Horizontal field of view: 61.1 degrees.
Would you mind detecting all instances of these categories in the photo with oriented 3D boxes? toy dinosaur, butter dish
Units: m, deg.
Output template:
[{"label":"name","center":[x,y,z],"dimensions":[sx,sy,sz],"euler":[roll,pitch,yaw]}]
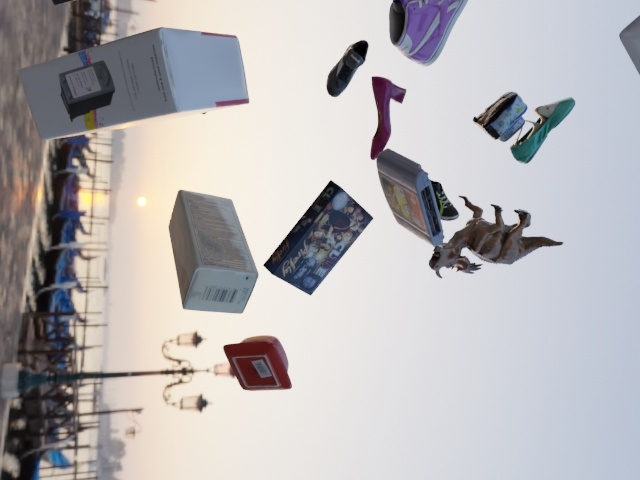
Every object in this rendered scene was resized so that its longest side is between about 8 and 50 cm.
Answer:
[{"label":"toy dinosaur","center":[0.408,0.012,1.302],"dimensions":[0.127,0.295,0.201],"euler":[-82,-176,-80]},{"label":"butter dish","center":[-0.148,0.304,1.420],"dimensions":[0.118,0.159,0.160],"euler":[-57,132,-55]}]

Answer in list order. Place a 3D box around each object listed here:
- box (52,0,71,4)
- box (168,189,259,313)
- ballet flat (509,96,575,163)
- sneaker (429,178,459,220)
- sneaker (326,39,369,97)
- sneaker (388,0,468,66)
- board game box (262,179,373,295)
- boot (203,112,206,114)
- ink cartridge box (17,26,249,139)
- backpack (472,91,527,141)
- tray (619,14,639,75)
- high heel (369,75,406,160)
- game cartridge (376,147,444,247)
[{"label":"box","center":[-0.373,-0.551,0.981],"dimensions":[0.165,0.270,0.143],"euler":[-90,168,-47]},{"label":"box","center":[-0.259,0.019,1.268],"dimensions":[0.121,0.147,0.311],"euler":[-65,-149,28]},{"label":"ballet flat","center":[0.652,-0.345,1.609],"dimensions":[0.247,0.087,0.083],"euler":[-52,-169,4]},{"label":"sneaker","center":[0.435,-0.170,2.056],"dimensions":[0.234,0.084,0.097],"euler":[45,-35,24]},{"label":"sneaker","center":[0.096,-0.599,1.860],"dimensions":[0.234,0.078,0.106],"euler":[-60,-164,-13]},{"label":"sneaker","center":[0.249,-0.560,1.237],"dimensions":[0.102,0.161,0.282],"euler":[29,-79,49]},{"label":"board game box","center":[0.000,0.000,1.247],"dimensions":[0.243,0.165,0.042],"euler":[-52,-129,3]},{"label":"boot","center":[-0.351,-0.331,1.261],"dimensions":[0.190,0.208,0.076],"euler":[88,21,-54]},{"label":"ink cartridge box","center":[-0.313,-0.269,0.944],"dimensions":[0.226,0.306,0.131],"euler":[-37,119,-61]},{"label":"backpack","center":[0.457,-0.308,1.350],"dimensions":[0.114,0.084,0.105],"euler":[-47,-161,15]},{"label":"tray","center":[0.648,-0.382,0.925],"dimensions":[0.270,0.145,0.030],"euler":[-42,-163,0]},{"label":"high heel","center":[0.170,-0.375,1.667],"dimensions":[0.082,0.117,0.244],"euler":[-112,-138,-72]},{"label":"game cartridge","center":[0.256,-0.121,1.567],"dimensions":[0.196,0.060,0.294],"euler":[44,-14,47]}]
